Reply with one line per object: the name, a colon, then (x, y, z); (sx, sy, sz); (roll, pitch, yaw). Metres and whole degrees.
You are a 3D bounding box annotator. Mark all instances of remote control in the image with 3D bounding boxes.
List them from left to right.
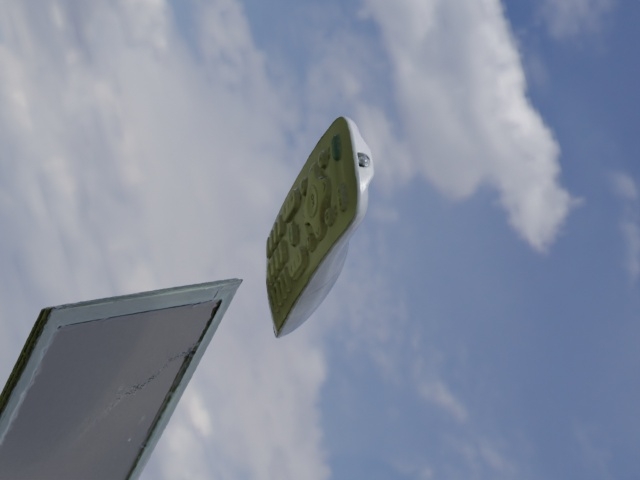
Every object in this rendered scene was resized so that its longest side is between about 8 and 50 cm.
remote control: (0.000, 0.000, 1.038); (0.229, 0.044, 0.073); (122, -33, -60)

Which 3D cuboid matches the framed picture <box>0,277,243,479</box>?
framed picture: (-0.187, 0.154, 1.186); (0.018, 0.231, 0.293); (38, -69, 23)
